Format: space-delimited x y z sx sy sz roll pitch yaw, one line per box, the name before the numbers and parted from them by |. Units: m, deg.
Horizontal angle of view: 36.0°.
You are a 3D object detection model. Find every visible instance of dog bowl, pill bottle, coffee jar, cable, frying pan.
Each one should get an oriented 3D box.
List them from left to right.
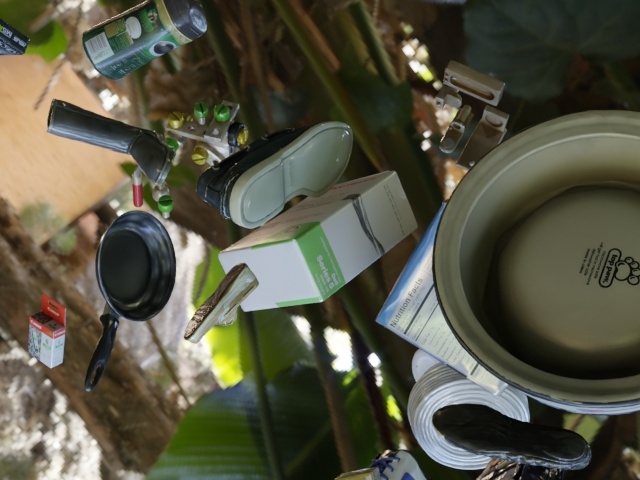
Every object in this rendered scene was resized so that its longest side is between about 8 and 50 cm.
frying pan | -0.335 0.108 1.732 0.053 0.326 0.197 -2 166 33
coffee jar | -0.271 -0.324 1.533 0.184 0.079 0.096 -24 170 12
pill bottle | 0.348 0.307 2.510 0.221 0.121 0.121 -10 167 -39
cable | 0.312 0.369 2.095 0.257 0.257 0.089 -49 -162 28
dog bowl | 0.358 0.040 1.273 0.408 0.408 0.150 -38 147 -3

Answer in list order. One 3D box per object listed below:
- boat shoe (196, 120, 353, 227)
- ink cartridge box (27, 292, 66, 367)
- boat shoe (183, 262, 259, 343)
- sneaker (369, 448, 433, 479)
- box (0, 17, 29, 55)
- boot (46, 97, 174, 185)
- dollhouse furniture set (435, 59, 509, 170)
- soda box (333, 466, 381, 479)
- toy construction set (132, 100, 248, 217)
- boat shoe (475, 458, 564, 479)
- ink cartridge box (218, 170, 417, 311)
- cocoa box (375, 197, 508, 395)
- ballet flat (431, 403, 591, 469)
boat shoe | -0.069 -0.116 1.544 0.113 0.127 0.340 17 -146 27
ink cartridge box | -0.470 0.155 1.695 0.029 0.062 0.115 -28 137 -50
boat shoe | -0.133 0.094 1.359 0.135 0.045 0.050 -51 -156 -16
sneaker | 0.110 0.513 2.001 0.315 0.182 0.127 8 159 -29
box | -0.715 -0.433 1.979 0.190 0.184 0.045 7 -104 34
boot | -0.368 -0.176 1.716 0.076 0.208 0.189 -62 -151 10
dollhouse furniture set | 0.284 -0.236 1.920 0.123 0.144 0.151 -59 167 -22
soda box | 0.070 0.429 1.441 0.061 0.181 0.058 -13 172 11
toy construction set | -0.304 -0.217 2.283 0.309 0.257 0.237 -38 159 -27
boat shoe | 0.271 0.422 1.545 0.340 0.127 0.158 -50 -176 45
ink cartridge box | 0.000 0.000 1.636 0.198 0.115 0.273 -11 -163 47
cocoa box | 0.268 0.060 1.627 0.231 0.228 0.347 -61 171 16
ballet flat | 0.201 0.215 1.053 0.173 0.049 0.057 11 -123 23
